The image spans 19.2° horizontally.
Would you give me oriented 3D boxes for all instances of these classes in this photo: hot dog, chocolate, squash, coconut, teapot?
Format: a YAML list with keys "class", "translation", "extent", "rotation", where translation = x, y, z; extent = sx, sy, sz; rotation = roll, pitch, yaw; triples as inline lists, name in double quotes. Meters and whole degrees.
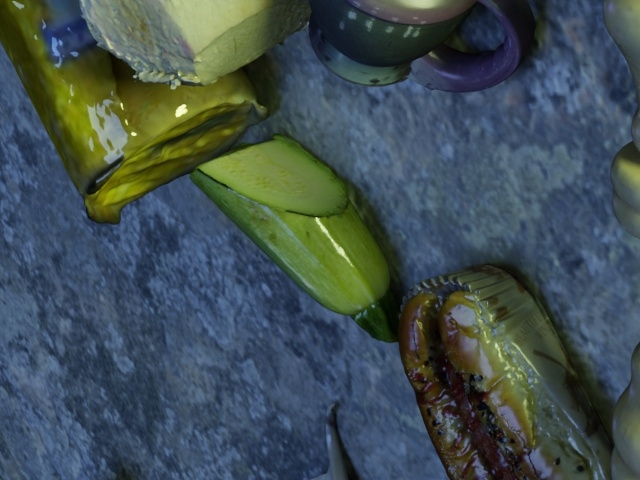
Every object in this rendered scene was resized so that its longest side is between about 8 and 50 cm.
- class: "hot dog"
  translation: [0.137, 0.143, 1.298]
  extent: [0.268, 0.075, 0.144]
  rotation: [59, 142, 2]
- class: "chocolate"
  translation: [-0.220, -0.237, 1.435]
  extent: [0.445, 0.162, 0.162]
  rotation: [59, 145, 8]
- class: "squash"
  translation: [0.001, -0.003, 1.384]
  extent: [0.200, 0.090, 0.075]
  rotation: [44, 112, 4]
- class: "coconut"
  translation: [-0.080, -0.211, 1.262]
  extent: [0.194, 0.194, 0.194]
  rotation: [30, 134, 38]
- class: "teapot"
  translation: [0.057, -0.160, 1.201]
  extent: [0.146, 0.148, 0.116]
  rotation: [114, 158, -61]

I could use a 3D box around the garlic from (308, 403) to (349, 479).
- class: "garlic"
  translation: [0.005, 0.269, 1.550]
  extent: [0.148, 0.128, 0.267]
  rotation: [38, 129, 13]

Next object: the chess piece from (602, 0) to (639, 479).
- class: "chess piece"
  translation: [0.213, -0.033, 1.060]
  extent: [0.117, 0.117, 0.397]
  rotation: [20, 125, 45]
